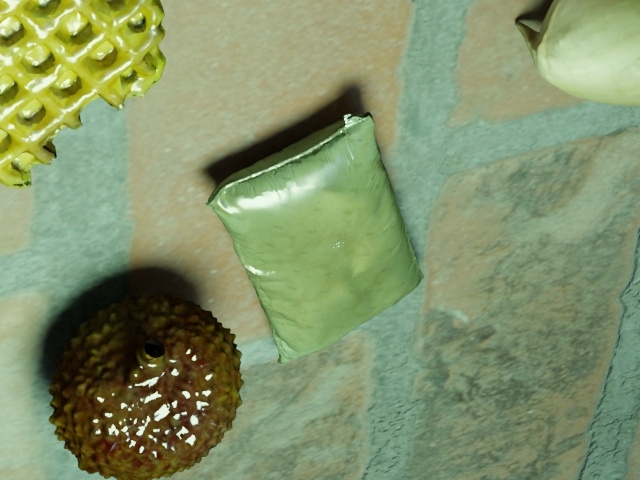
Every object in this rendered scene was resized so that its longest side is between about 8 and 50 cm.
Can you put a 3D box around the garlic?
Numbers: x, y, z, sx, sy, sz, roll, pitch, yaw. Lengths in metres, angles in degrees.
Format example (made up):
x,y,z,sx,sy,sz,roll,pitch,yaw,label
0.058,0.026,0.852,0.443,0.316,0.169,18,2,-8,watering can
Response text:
x,y,z,sx,sy,sz,roll,pitch,yaw,label
0.372,-0.243,1.739,0.249,0.286,0.313,38,102,-1,garlic

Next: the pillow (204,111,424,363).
x,y,z,sx,sy,sz,roll,pitch,yaw,label
0.000,0.000,1.806,0.185,0.075,0.302,-28,141,-6,pillow

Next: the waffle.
x,y,z,sx,sy,sz,roll,pitch,yaw,label
-0.254,-0.153,1.521,0.291,0.051,0.291,-15,134,-16,waffle

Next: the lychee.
x,y,z,sx,sy,sz,roll,pitch,yaw,label
-0.173,0.144,1.748,0.200,0.200,0.238,-22,159,-13,lychee
